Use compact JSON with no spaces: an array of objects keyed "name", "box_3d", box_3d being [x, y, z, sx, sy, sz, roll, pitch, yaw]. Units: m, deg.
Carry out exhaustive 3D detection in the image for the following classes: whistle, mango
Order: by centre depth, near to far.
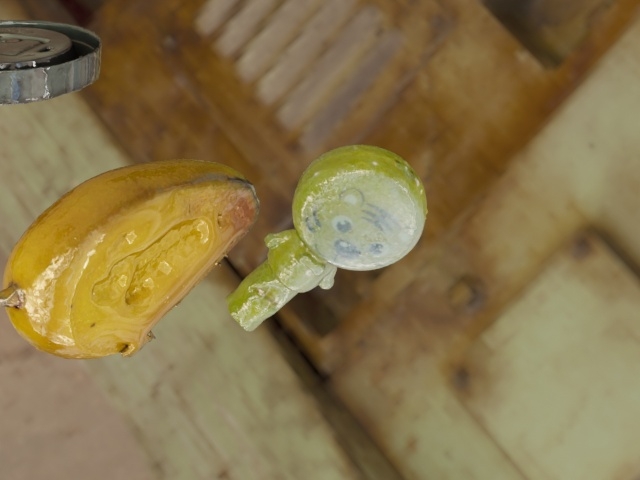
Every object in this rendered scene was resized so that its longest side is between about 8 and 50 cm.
[{"name":"mango","box_3d":[-0.107,0.005,1.053,0.187,0.066,0.101,-30,134,-35]},{"name":"whistle","box_3d":[0.000,0.000,1.489,0.104,0.057,0.198,36,122,-21]}]

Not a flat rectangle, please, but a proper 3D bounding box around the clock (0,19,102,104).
[{"name":"clock","box_3d":[-0.353,-0.202,2.125,0.215,0.215,0.042,-18,117,-38]}]
